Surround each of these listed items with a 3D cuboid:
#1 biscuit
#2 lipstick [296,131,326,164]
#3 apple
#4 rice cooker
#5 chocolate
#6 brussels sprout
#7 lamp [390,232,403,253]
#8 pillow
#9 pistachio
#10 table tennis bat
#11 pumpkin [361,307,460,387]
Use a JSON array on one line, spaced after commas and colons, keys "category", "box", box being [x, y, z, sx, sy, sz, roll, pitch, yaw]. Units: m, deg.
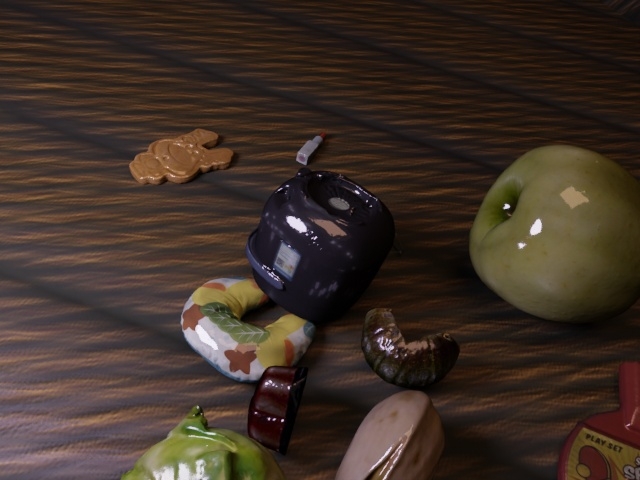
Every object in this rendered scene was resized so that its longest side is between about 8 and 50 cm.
[{"category": "biscuit", "box": [-0.328, -0.194, 1.352, 0.236, 0.040, 0.144, -24, 53, -31]}, {"category": "lipstick", "box": [-0.016, -0.241, 1.459, 0.030, 0.030, 0.129, 26, 49, 11]}, {"category": "apple", "box": [0.489, -0.010, 1.168, 0.357, 0.357, 0.357, 6, 49, -7]}, {"category": "rice cooker", "box": [0.000, 0.000, 1.103, 0.267, 0.224, 0.267, 14, 36, -10]}, {"category": "chocolate", "box": [-0.073, 0.260, 0.952, 0.080, 0.148, 0.125, 14, 11, 0]}, {"category": "brussels sprout", "box": [-0.166, 0.379, 0.765, 0.294, 0.227, 0.259, 31, 64, 4]}, {"category": "lamp", "box": [0.119, 0.021, 1.263, 0.121, 0.041, 0.054, -17, 63, -22]}, {"category": "pillow", "box": [-0.138, 0.156, 1.062, 0.233, 0.086, 0.214, 36, 41, 22]}, {"category": "pistachio", "box": [0.109, 0.346, 0.910, 0.138, 0.153, 0.238, 28, 75, 25]}, {"category": "table tennis bat", "box": [0.555, 0.400, 1.020, 0.268, 0.051, 0.414, 21, 51, 6]}, {"category": "pumpkin", "box": [0.153, 0.209, 1.048, 0.183, 0.119, 0.107, 18, 46, 11]}]
